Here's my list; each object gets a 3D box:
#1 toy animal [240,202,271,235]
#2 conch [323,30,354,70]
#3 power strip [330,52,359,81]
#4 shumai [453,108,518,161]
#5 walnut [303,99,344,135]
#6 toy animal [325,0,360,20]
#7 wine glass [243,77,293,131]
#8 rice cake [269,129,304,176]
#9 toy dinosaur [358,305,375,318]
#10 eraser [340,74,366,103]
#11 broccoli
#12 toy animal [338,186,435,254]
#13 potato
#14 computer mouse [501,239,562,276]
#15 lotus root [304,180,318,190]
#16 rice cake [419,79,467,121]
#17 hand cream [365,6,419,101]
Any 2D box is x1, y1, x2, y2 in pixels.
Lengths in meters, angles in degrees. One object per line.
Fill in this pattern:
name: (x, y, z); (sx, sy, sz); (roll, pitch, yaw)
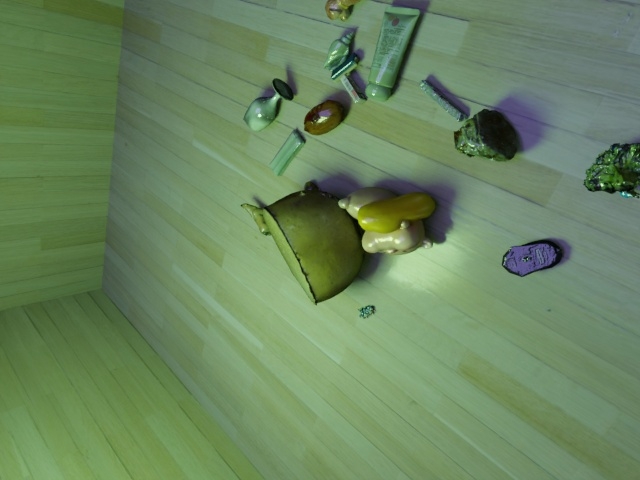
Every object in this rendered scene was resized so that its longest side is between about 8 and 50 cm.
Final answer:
toy animal: (-0.288, -0.105, 2.009); (0.103, 0.101, 0.219); (-46, 69, 38)
conch: (0.077, -0.721, 1.607); (0.088, 0.065, 0.180); (49, 121, 11)
power strip: (0.095, -0.662, 1.609); (0.123, 0.032, 0.056); (-25, 44, 40)
shumai: (0.498, -0.294, 1.295); (0.184, 0.184, 0.142); (63, 153, 12)
walnut: (0.008, -0.487, 1.681); (0.207, 0.115, 0.116); (-21, 85, 41)
toy animal: (0.067, -0.886, 1.508); (0.185, 0.184, 0.104); (-22, 77, 41)
wine glass: (-0.233, -0.592, 1.855); (0.241, 0.126, 0.126); (-33, 77, 36)
rice cake: (-0.155, -0.388, 1.882); (0.222, 0.042, 0.080); (-47, 70, 37)
toy dinosaur: (0.186, 0.295, 1.731); (0.083, 0.030, 0.047); (-31, 76, 40)
eraser: (0.125, -0.575, 1.602); (0.029, 0.052, 0.122); (-39, 72, 36)
broccoli: (0.772, -0.169, 1.068); (0.167, 0.160, 0.154); (17, 137, 26)
toy animal: (0.220, -0.045, 1.499); (0.345, 0.277, 0.247); (13, 120, 35)
potato: (0.000, 0.000, 1.680); (0.442, 0.319, 0.385); (64, 170, 0)
computer mouse: (0.645, 0.053, 1.285); (0.172, 0.057, 0.099); (-18, 84, 29)
lotus root: (-0.035, -0.209, 1.810); (0.054, 0.049, 0.099); (-36, 81, 37)
rice cake: (0.405, -0.465, 1.398); (0.208, 0.033, 0.033); (51, 128, 21)
hand cream: (0.237, -0.648, 1.469); (0.147, 0.093, 0.306); (32, 116, 38)
